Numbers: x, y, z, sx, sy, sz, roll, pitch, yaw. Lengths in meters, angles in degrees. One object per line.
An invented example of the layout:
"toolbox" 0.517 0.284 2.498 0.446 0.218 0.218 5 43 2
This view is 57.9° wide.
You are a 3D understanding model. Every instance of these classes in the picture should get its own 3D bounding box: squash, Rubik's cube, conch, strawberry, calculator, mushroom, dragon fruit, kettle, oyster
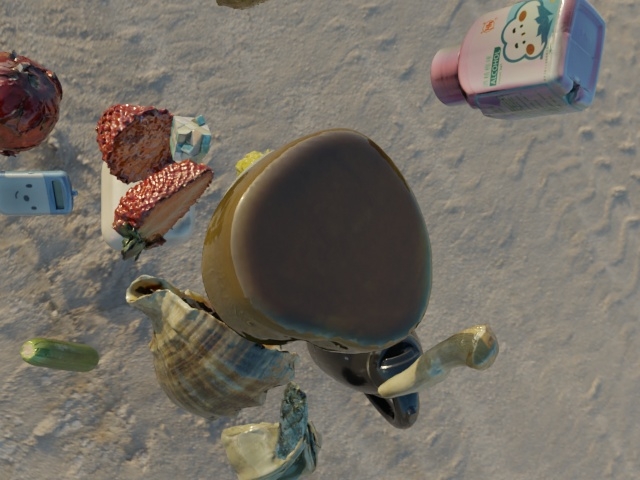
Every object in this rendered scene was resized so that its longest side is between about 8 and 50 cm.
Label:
"squash" -0.552 0.249 1.246 0.229 0.066 0.066 53 37 -70
"Rubik's cube" -0.233 -0.181 1.058 0.073 0.075 0.084 0 57 -27
"conch" -0.150 0.162 0.784 0.291 0.210 0.159 32 90 -46
"strawberry" -0.474 -0.268 1.470 0.178 0.234 0.233 40 48 24
"strawberry" -0.379 -0.086 1.338 0.106 0.188 0.286 41 80 8
"calculator" -0.728 -0.120 1.473 0.210 0.039 0.121 -1 120 -11
"mushroom" 0.150 0.170 0.763 0.059 0.202 0.055 11 53 -37
"dragon fruit" -0.949 -0.420 1.781 0.295 0.301 0.296 40 38 -41
"kettle" 0.120 0.254 1.219 0.207 0.290 0.269 -20 102 -18
"oyster" -0.058 0.285 0.940 0.037 0.100 0.098 19 108 -30

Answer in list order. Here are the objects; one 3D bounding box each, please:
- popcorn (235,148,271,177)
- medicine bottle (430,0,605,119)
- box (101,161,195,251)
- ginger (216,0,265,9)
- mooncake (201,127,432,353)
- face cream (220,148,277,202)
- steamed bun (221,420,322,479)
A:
"popcorn" -0.114 -0.144 1.363 0.173 0.195 0.168 -45 100 -4
"medicine bottle" 0.231 -0.213 0.705 0.094 0.188 0.119 16 83 -38
"box" -0.541 -0.138 1.818 0.288 0.141 0.349 -9 67 -1
"ginger" -0.194 -0.625 1.419 0.216 0.157 0.102 -13 96 -64
"mooncake" 0.000 0.000 0.595 0.234 0.117 0.235 8 73 -26
"face cream" -0.069 -0.044 1.123 0.187 0.201 0.201 43 56 -29
"steamed bun" -0.098 0.484 1.275 0.218 0.211 0.144 72 9 -55
